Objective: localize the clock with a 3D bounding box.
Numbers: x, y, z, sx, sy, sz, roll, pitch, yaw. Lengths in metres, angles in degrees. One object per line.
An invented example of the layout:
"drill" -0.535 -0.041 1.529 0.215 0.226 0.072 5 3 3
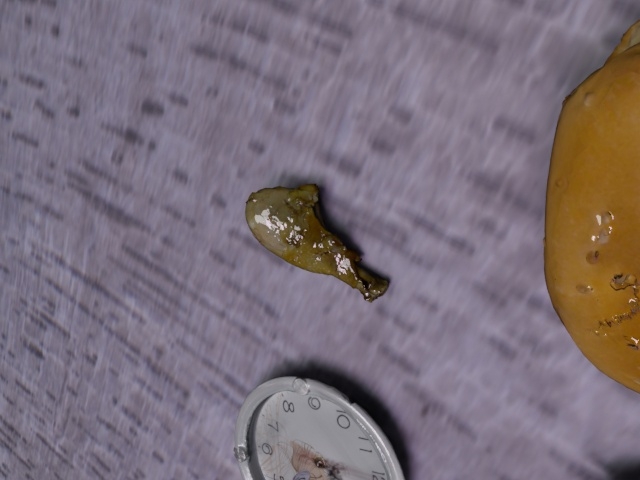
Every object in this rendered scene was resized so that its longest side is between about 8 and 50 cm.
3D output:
"clock" -0.001 0.268 0.604 0.237 0.053 0.236 6 102 29

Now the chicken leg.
"chicken leg" 0.000 0.000 0.536 0.178 0.070 0.093 40 112 8

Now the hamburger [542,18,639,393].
"hamburger" 0.305 -0.008 0.303 0.305 0.174 0.284 11 119 34
